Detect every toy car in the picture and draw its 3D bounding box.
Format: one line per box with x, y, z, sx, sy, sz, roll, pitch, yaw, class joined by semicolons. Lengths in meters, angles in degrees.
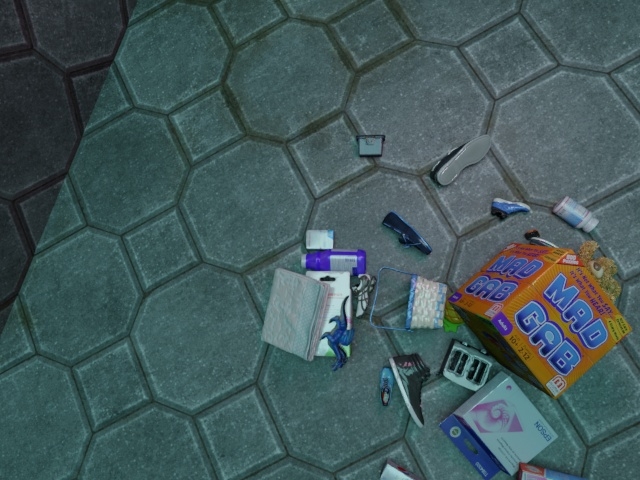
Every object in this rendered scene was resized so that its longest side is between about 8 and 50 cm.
0.925;-0.004;1.807;0.122;0.060;0.040;43;44;-2;toy car

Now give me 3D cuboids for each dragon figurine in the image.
0.093;0.373;1.714;0.144;0.085;0.289;27;86;12;dragon figurine

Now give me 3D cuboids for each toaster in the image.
0.581;0.505;1.718;0.168;0.110;0.186;23;84;14;toaster

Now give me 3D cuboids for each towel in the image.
-0.118;0.306;1.809;0.316;0.053;0.332;12;89;43;towel

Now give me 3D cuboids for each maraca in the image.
0.558;0.297;1.772;0.127;0.099;0.186;41;113;26;maraca

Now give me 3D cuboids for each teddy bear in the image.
1.067;0.130;1.637;0.338;0.113;0.245;28;69;-29;teddy bear

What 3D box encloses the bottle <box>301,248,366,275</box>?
0.058;0.095;1.883;0.282;0.092;0.118;0;112;10;bottle

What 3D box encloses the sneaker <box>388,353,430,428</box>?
0.397;0.598;1.734;0.146;0.104;0.296;-21;79;1;sneaker

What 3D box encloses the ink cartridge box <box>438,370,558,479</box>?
0.679;0.725;1.627;0.330;0.071;0.324;-41;97;-1;ink cartridge box

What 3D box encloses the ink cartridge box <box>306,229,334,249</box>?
0.000;0.000;1.940;0.122;0.052;0.089;1;79;8;ink cartridge box

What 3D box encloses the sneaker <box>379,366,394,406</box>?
0.276;0.607;1.767;0.063;0.073;0.162;0;78;9;sneaker

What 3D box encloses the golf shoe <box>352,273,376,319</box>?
0.173;0.238;1.841;0.093;0.077;0.198;18;91;1;golf shoe

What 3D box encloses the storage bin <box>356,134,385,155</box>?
0.232;-0.435;1.970;0.135;0.098;0.091;0;90;9;storage bin

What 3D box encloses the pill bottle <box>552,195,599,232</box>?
1.057;-0.106;1.768;0.160;0.087;0.087;41;88;14;pill bottle

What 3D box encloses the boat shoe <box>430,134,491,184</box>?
0.614;-0.366;1.884;0.302;0.091;0.114;-35;120;-4;boat shoe

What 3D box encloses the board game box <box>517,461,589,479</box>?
0.837;1.008;1.560;0.242;0.064;0.317;9;93;15;board game box

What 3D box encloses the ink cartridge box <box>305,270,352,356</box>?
0.035;0.312;1.839;0.207;0.119;0.354;0;80;10;ink cartridge box

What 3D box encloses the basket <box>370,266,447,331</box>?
0.362;0.256;1.753;0.288;0.201;0.255;12;80;9;basket

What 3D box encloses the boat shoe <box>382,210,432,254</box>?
0.377;-0.018;1.870;0.089;0.109;0.258;-46;59;6;boat shoe

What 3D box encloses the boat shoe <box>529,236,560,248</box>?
0.961;0.079;1.746;0.254;0.095;0.079;34;92;-1;boat shoe

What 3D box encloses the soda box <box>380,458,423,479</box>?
0.345;0.960;1.687;0.216;0.074;0.069;27;85;13;soda box

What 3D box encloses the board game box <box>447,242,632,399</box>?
0.765;0.264;1.551;0.356;0.356;0.356;-40;96;-3;board game box

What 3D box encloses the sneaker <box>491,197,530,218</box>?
0.809;-0.123;1.826;0.152;0.058;0.085;17;77;16;sneaker
